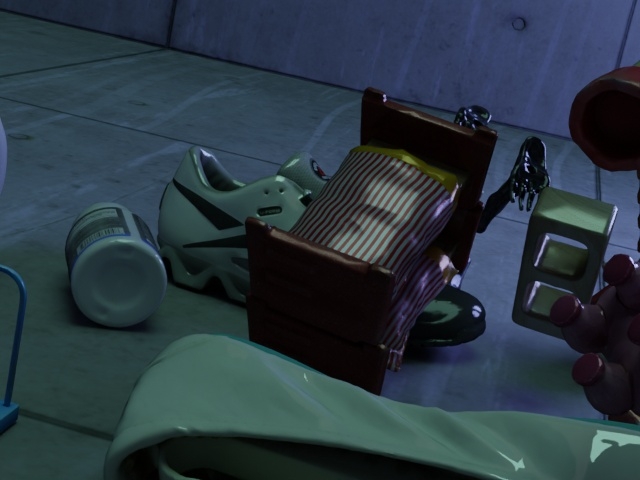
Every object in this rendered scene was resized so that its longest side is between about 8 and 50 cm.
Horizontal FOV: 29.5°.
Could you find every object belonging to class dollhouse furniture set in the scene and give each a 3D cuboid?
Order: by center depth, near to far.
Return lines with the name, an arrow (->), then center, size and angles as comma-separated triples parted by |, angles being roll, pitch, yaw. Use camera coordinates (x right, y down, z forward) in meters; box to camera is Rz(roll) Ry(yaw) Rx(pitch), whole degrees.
dollhouse furniture set -> 0.152, 0.046, 0.907 | 0.374, 0.152, 0.201 | 20, 45, 17

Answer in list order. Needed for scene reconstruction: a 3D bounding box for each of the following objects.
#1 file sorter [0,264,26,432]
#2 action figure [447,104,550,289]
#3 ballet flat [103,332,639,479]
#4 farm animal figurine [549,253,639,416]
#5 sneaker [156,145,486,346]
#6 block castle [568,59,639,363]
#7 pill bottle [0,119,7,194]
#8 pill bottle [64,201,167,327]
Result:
file sorter -> -0.259, 0.072, 0.702 | 0.118, 0.104, 0.170 | 13, 15, 8
action figure -> 0.103, -0.019, 1.215 | 0.164, 0.276, 0.141 | 40, 53, -2
ballet flat -> 0.059, 0.154, 0.645 | 0.400, 0.139, 0.139 | 13, 14, 22
farm animal figurine -> 0.227, 0.120, 0.465 | 0.172, 0.330, 0.327 | 34, -8, -30
sneaker -> 0.000, 0.000, 1.111 | 0.330, 0.146, 0.122 | 17, 14, 14
block castle -> 0.437, 0.011, 1.002 | 0.453, 0.303, 0.213 | 12, 33, 30
pill bottle -> -0.438, -0.091, 1.028 | 0.323, 0.181, 0.181 | 19, 16, 25
pill bottle -> -0.177, 0.016, 1.035 | 0.078, 0.078, 0.137 | 7, 15, -16
